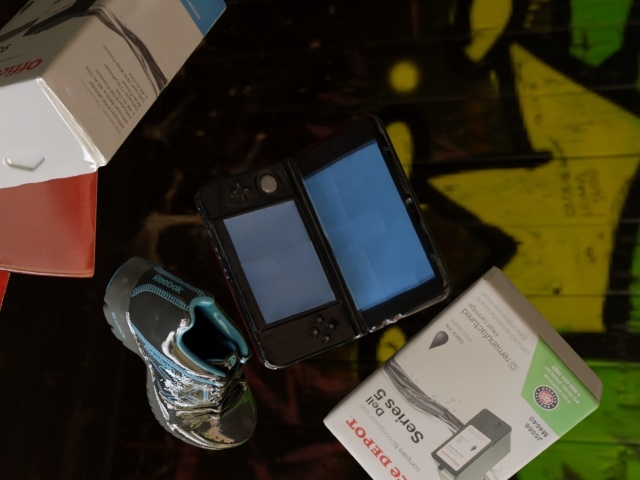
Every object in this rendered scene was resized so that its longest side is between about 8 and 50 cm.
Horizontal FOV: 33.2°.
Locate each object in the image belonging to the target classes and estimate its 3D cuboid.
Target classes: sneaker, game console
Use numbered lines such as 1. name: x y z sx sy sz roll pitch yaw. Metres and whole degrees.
1. sneaker: -0.150 0.168 1.360 0.125 0.139 0.341 -55 -41 -27
2. game console: 0.000 0.000 0.753 0.124 0.085 0.144 -18 -100 -32

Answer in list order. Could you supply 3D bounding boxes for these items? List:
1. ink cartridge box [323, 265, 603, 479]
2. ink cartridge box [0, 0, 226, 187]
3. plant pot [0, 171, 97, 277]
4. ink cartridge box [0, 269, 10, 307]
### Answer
1. ink cartridge box: 0.172 0.197 1.304 0.198 0.273 0.115 48 -164 6
2. ink cartridge box: -0.288 -0.218 1.283 0.129 0.223 0.307 57 -136 -32
3. plant pot: -0.532 -0.093 1.790 0.235 0.267 0.267 -6 -67 -33
4. ink cartridge box: -0.612 0.130 1.550 0.060 0.275 0.239 168 116 -82
